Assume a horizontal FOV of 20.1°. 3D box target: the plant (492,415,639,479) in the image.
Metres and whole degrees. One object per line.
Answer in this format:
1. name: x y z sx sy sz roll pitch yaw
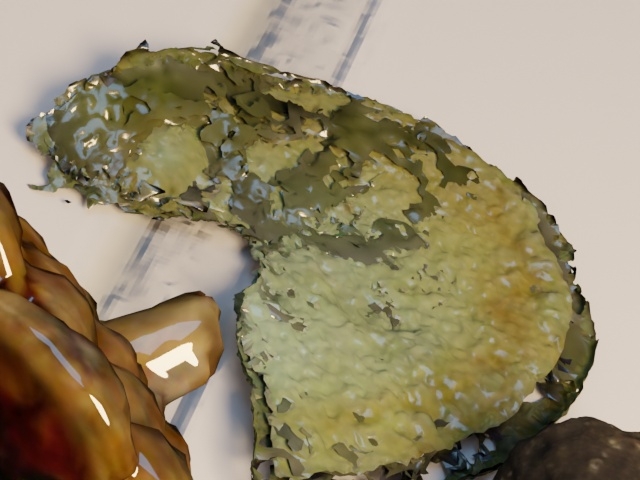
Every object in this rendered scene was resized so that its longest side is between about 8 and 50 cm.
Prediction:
1. plant: 0.092 0.127 0.562 0.092 0.094 0.143 21 32 -21

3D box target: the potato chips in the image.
1. potato chips: -0.001 0.003 0.684 0.220 0.029 0.202 44 49 17

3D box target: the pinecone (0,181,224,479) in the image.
1. pinecone: -0.134 0.079 0.415 0.257 0.243 0.243 -13 54 -42
